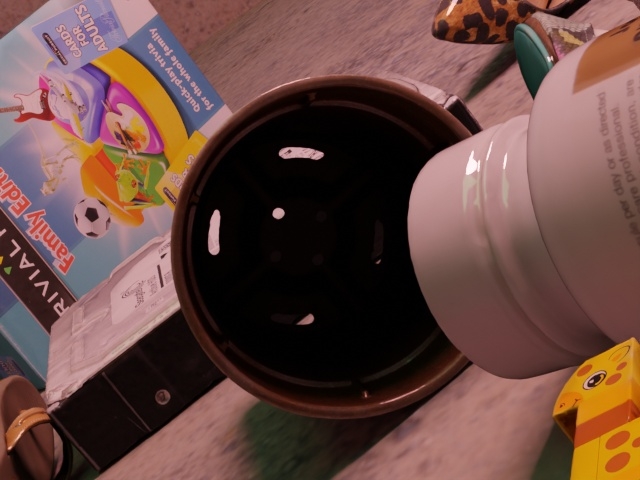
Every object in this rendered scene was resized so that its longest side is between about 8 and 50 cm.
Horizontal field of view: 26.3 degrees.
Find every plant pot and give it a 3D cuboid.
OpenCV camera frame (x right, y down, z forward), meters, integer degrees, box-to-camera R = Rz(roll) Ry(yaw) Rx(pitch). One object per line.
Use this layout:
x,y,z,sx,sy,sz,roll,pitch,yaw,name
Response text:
0.000,0.000,0.735,0.167,0.167,0.165,-39,7,-5,plant pot

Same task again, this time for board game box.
-0.234,-0.066,1.251,0.079,0.254,0.336,-18,25,50,board game box

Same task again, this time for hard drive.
-0.049,0.005,0.991,0.339,0.064,0.237,-38,15,0,hard drive

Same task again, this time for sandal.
-0.189,0.141,0.896,0.049,0.072,0.180,-29,18,3,sandal

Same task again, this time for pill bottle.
0.149,-0.025,0.498,0.229,0.131,0.131,-24,20,41,pill bottle

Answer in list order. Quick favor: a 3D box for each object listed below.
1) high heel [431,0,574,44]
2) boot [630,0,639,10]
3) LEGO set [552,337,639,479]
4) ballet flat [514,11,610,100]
0.208,-0.242,1.063,0.261,0.093,0.186,-36,6,-31,high heel
0.177,-0.158,0.668,0.123,0.258,0.095,-30,48,43,boot
0.079,0.089,0.405,0.227,0.087,0.093,-29,18,26,LEGO set
0.162,-0.080,0.769,0.079,0.077,0.221,-16,24,7,ballet flat
